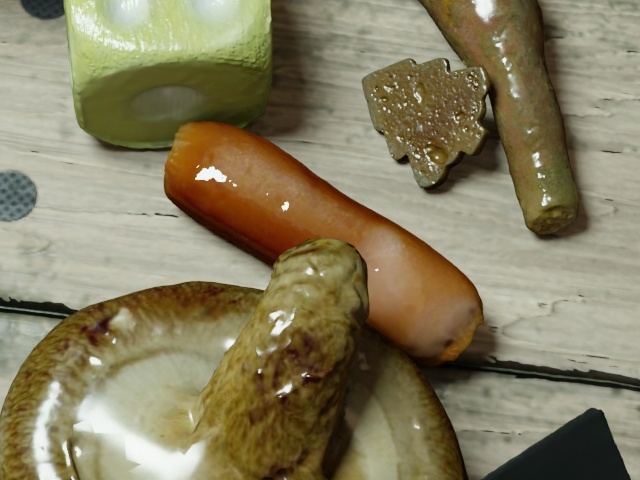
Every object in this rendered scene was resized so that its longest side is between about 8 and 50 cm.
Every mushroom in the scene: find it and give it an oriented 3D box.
[{"bbox_3d":[-0.058,0.184,1.019,0.345,0.239,0.345,-6,65,14],"label":"mushroom"}]

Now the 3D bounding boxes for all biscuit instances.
[{"bbox_3d":[0.092,-0.115,1.230,0.130,0.019,0.119,34,106,24],"label":"biscuit"}]

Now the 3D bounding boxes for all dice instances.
[{"bbox_3d":[-0.131,-0.187,1.174,0.166,0.169,0.169,-4,68,-10],"label":"dice"}]

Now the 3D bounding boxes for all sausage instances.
[{"bbox_3d":[0.000,0.000,1.162,0.300,0.083,0.089,34,73,4],"label":"sausage"}]

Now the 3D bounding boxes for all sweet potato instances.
[{"bbox_3d":[0.153,-0.193,1.255,0.109,0.109,0.385,-19,72,-15],"label":"sweet potato"}]

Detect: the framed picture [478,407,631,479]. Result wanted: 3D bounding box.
[{"bbox_3d":[0.168,0.325,0.992,0.255,0.014,0.339,-28,99,-25],"label":"framed picture"}]
